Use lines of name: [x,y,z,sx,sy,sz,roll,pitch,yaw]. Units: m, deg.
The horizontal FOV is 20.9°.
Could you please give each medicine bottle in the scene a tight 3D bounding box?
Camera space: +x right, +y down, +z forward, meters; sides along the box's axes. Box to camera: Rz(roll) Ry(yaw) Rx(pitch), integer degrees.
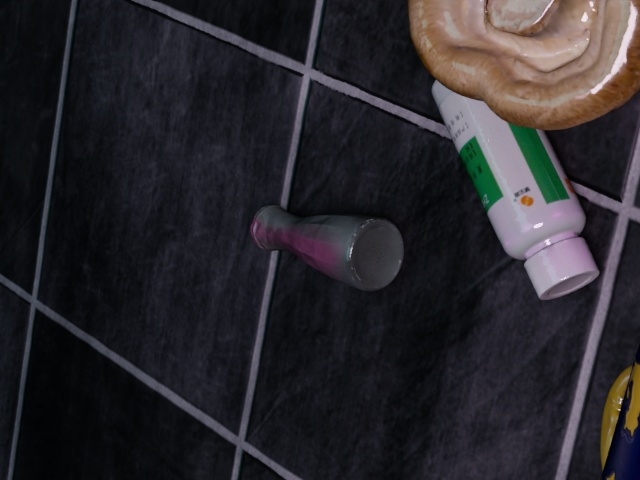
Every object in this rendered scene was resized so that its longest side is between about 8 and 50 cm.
medicine bottle: [0.205,-0.067,1.795,0.095,0.095,0.260,-42,63,42]

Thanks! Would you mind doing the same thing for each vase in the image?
vase: [0.000,0.000,2.046,0.214,0.086,0.086,15,105,51]

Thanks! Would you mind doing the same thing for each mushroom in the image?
mushroom: [0.217,-0.235,1.710,0.278,0.146,0.278,-2,87,30]

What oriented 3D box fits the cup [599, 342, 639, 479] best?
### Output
cup: [0.325,0.195,1.636,0.255,0.178,0.256,25,111,42]
